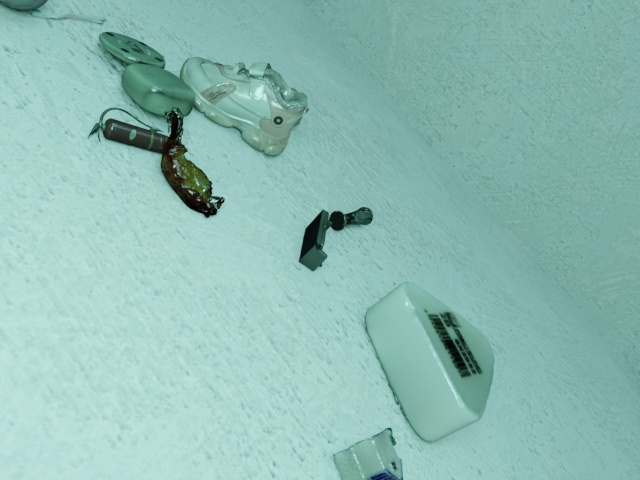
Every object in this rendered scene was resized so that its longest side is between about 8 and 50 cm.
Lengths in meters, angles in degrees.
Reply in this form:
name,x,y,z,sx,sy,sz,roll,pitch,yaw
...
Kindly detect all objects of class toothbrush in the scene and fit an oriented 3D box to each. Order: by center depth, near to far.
name,x,y,z,sx,sy,sz,roll,pitch,yaw
toothbrush,-0.601,-0.538,1.085,0.022,0.017,0.204,64,31,-7

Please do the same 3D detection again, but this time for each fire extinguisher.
name,x,y,z,sx,sy,sz,roll,pitch,yaw
fire extinguisher,-0.393,-0.226,0.932,0.157,0.045,0.078,9,85,-44

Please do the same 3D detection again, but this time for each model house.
name,x,y,z,sx,sy,sz,roll,pitch,yaw
model house,0.095,0.384,0.757,0.087,0.100,0.100,6,50,-49

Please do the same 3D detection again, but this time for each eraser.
name,x,y,z,sx,sy,sz,roll,pitch,yaw
eraser,0.247,0.249,1.053,0.331,0.150,0.331,30,33,-22

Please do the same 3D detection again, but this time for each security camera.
name,x,y,z,sx,sy,sz,roll,pitch,yaw
security camera,-0.425,-0.402,1.086,0.157,0.080,0.301,-8,49,-51

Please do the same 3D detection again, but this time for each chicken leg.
name,x,y,z,sx,sy,sz,roll,pitch,yaw
chicken leg,-0.286,-0.165,0.951,0.106,0.051,0.253,-18,84,-50

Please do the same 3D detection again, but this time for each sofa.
name,x,y,z,sx,sy,sz,roll,pitch,yaw
sofa,0.000,0.000,1.110,0.060,0.085,0.147,32,33,-16

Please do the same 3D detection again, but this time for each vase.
name,x,y,z,sx,sy,sz,roll,pitch,yaw
vase,0.091,-0.065,1.323,0.059,0.059,0.167,55,32,15

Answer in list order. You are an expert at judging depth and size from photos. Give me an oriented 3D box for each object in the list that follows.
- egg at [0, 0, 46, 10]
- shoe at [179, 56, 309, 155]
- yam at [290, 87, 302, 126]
name,x,y,z,sx,sy,sz,roll,pitch,yaw
egg,-0.642,-0.573,0.950,0.146,0.146,0.199,9,54,-45
shoe,-0.199,-0.410,1.241,0.351,0.198,0.172,32,32,-24
yam,-0.097,-0.453,1.534,0.079,0.079,0.141,30,36,-25
